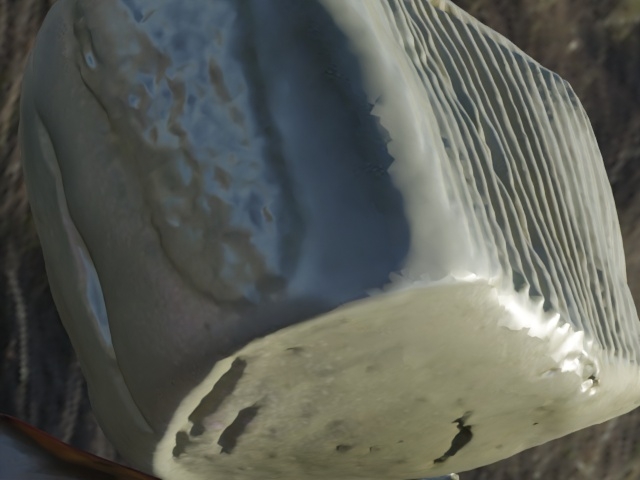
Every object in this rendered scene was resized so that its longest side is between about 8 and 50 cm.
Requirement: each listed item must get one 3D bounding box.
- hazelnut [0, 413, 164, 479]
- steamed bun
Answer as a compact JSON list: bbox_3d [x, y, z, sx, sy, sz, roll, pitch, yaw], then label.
[{"bbox_3d":[-0.088,0.152,0.558,0.212,0.181,0.181,43,2,23],"label":"hazelnut"},{"bbox_3d":[-0.002,0.002,0.868,0.383,0.236,0.247,21,48,-61],"label":"steamed bun"}]
